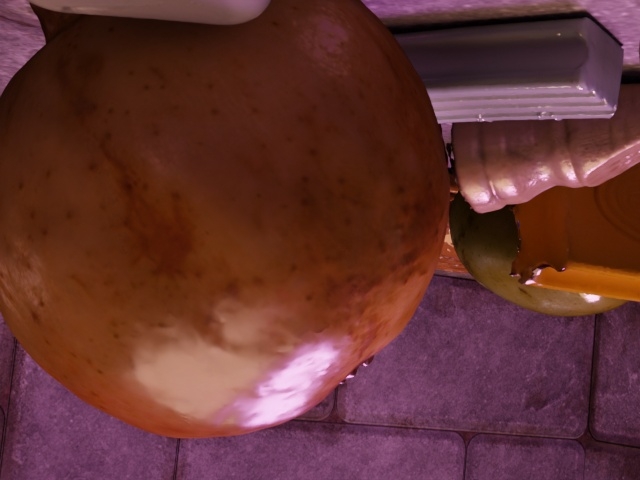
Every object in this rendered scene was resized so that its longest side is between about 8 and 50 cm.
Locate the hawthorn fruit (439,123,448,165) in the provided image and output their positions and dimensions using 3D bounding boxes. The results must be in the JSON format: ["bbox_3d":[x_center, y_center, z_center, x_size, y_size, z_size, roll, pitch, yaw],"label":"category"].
[{"bbox_3d":[0.060,-0.087,1.216,0.181,0.181,0.235,6,178,-5],"label":"hawthorn fruit"}]

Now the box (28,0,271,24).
[{"bbox_3d":[-0.113,-0.201,0.623,0.264,0.106,0.337,5,175,5],"label":"box"}]

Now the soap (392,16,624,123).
[{"bbox_3d":[0.164,-0.150,1.027,0.198,0.067,0.119,2,175,32],"label":"soap"}]

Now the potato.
[{"bbox_3d":[0.299,-0.005,1.504,0.215,0.216,0.304,10,-161,-37],"label":"potato"}]

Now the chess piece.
[{"bbox_3d":[0.289,-0.112,1.148,0.300,0.137,0.137,-10,168,27],"label":"chess piece"}]

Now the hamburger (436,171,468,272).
[{"bbox_3d":[0.225,-0.025,1.847,0.259,0.145,0.283,8,176,-22],"label":"hamburger"}]

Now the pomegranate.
[{"bbox_3d":[-0.099,-0.057,0.890,0.410,0.410,0.410,6,174,1],"label":"pomegranate"}]

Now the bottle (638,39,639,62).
[{"bbox_3d":[0.387,-0.124,0.943,0.093,0.093,0.330,0,172,45],"label":"bottle"}]

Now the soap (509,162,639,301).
[{"bbox_3d":[0.376,-0.034,1.330,0.324,0.204,0.096,7,163,-26],"label":"soap"}]
